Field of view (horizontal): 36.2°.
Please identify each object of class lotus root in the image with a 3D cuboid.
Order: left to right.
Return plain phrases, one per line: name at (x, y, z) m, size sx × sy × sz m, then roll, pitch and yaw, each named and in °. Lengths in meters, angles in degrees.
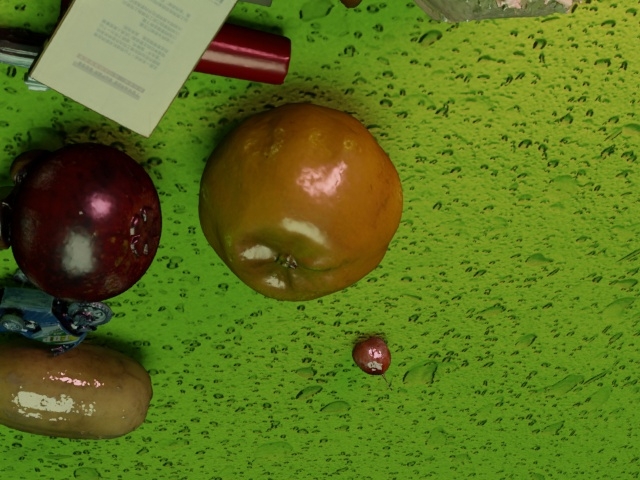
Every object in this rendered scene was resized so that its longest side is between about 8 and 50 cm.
lotus root at (-0.444, 0.245, 1.605) m, size 0.343 × 0.151 × 0.169 m, roll 12°, pitch 134°, yaw -27°

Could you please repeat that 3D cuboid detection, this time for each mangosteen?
mangosteen at (-0.339, -0.029, 1.305) m, size 0.258 × 0.215 × 0.215 m, roll 12°, pitch 144°, yaw 22°

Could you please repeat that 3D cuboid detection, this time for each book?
book at (-0.205, -0.243, 1.116) m, size 0.161 × 0.026 × 0.231 m, roll 28°, pitch 110°, yaw -27°

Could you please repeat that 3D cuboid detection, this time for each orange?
orange at (-0.028, -0.046, 1.310) m, size 0.279 × 0.235 × 0.279 m, roll -2°, pitch 133°, yaw -2°

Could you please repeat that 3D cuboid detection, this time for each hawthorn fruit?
hawthorn fruit at (0.099, 0.222, 1.734) m, size 0.067 × 0.103 × 0.066 m, roll -20°, pitch 152°, yaw -11°

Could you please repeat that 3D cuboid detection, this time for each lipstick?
lipstick at (-0.176, -0.242, 1.183) m, size 0.280 × 0.073 × 0.073 m, roll 8°, pitch 135°, yaw -20°

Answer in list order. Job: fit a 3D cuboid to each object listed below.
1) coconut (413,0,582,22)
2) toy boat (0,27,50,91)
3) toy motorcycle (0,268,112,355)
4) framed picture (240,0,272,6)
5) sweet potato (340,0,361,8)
coconut at (0.173, -0.355, 0.973) m, size 0.298 × 0.309 × 0.297 m, roll -1°, pitch 97°, yaw -8°
toy boat at (-0.348, -0.215, 1.181) m, size 0.140 × 0.059 × 0.066 m, roll 5°, pitch 123°, yaw -19°
toy motorcycle at (-0.449, 0.119, 1.515) m, size 0.255 × 0.092 × 0.135 m, roll 6°, pitch 146°, yaw -6°
framed picture at (-0.181, -0.386, 1.057) m, size 0.335 × 0.022 × 0.247 m, roll 6°, pitch 136°, yaw -19°
sweet potato at (-0.046, -0.366, 1.014) m, size 0.112 × 0.112 × 0.359 m, roll -36°, pitch 130°, yaw 26°
